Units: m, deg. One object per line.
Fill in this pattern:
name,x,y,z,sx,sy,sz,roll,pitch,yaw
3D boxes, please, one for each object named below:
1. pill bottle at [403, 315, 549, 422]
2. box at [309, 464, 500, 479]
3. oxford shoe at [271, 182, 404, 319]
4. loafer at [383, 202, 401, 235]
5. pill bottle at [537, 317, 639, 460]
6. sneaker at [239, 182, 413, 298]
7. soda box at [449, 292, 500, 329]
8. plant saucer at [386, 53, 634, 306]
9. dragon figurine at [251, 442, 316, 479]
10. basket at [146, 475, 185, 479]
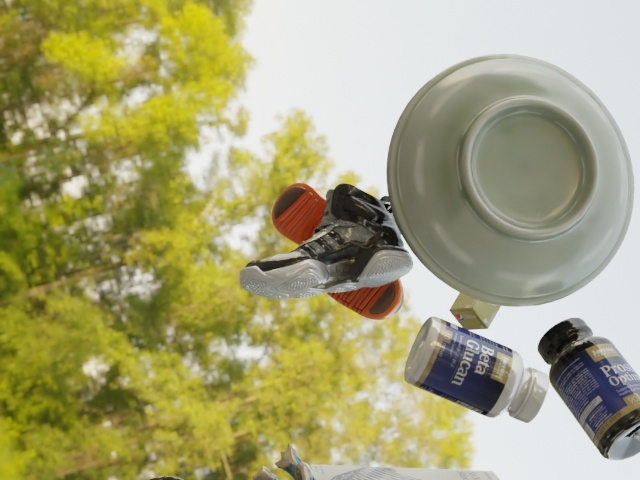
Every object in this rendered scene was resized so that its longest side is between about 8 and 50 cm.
pill bottle,0.201,0.170,1.337,0.094,0.169,0.094,-157,-90,-87
box,0.119,0.375,1.445,0.113,0.275,0.094,-137,-129,-77
oxford shoe,0.054,0.025,1.785,0.133,0.130,0.363,34,11,-42
loafer,0.174,-0.059,2.437,0.094,0.251,0.087,-23,-82,39
pill bottle,0.444,0.232,1.670,0.122,0.123,0.219,91,-24,-46
sneaker,0.000,0.000,1.588,0.101,0.269,0.153,123,-42,-67
soda box,0.317,0.083,1.964,0.061,0.181,0.058,-10,-52,50
plant saucer,0.304,-0.103,1.581,0.100,0.401,0.400,136,-63,-76
dragon figurine,-0.009,0.301,1.120,0.144,0.085,0.289,38,-35,-2
basket,-0.249,0.472,1.630,0.154,0.204,0.227,58,-30,27
